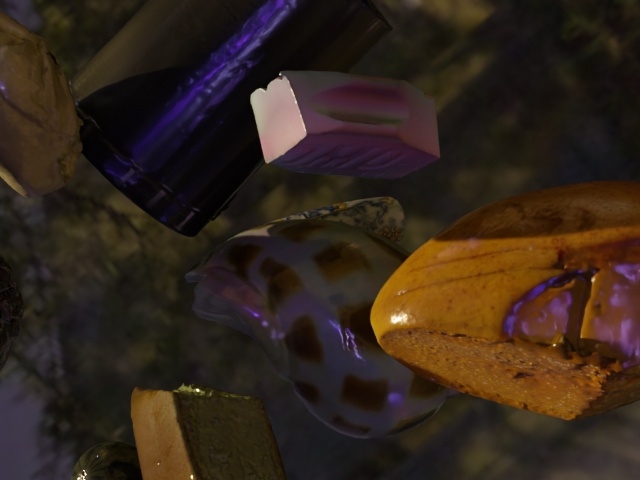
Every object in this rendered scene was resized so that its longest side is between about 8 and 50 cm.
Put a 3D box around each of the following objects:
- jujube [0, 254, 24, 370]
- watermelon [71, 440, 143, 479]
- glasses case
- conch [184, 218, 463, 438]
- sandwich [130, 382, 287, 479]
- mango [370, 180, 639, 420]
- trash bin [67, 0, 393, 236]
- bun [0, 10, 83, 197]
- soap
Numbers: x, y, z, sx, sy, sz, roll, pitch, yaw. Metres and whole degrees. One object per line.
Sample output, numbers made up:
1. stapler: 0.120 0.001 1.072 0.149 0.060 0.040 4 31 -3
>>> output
1. jujube: -0.412 0.062 1.582 0.216 0.216 0.342 52 158 4
2. watermelon: -0.227 0.287 1.751 0.133 0.105 0.105 37 -165 -54
3. glasses case: 0.000 0.000 2.131 0.065 0.248 0.087 -122 22 -45
4. conch: 0.040 0.092 1.641 0.368 0.197 0.249 39 -170 -42
5. sandwich: -0.090 0.190 1.243 0.094 0.096 0.258 10 -141 -30
6. mango: 0.216 0.055 1.340 0.199 0.350 0.201 -60 -38 -59
7. trash bin: -0.094 -0.177 1.528 0.252 0.301 0.203 36 -168 -47
8. bun: -0.293 -0.144 1.381 0.237 0.116 0.210 50 174 -35
9. soap: 0.019 -0.087 1.167 0.149 0.100 0.056 3 -107 -33
